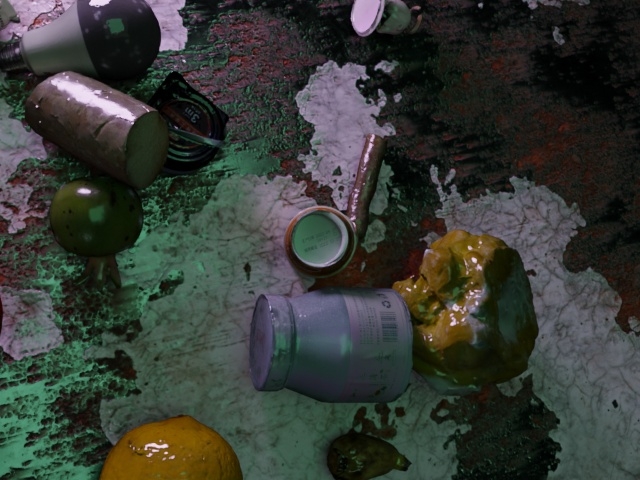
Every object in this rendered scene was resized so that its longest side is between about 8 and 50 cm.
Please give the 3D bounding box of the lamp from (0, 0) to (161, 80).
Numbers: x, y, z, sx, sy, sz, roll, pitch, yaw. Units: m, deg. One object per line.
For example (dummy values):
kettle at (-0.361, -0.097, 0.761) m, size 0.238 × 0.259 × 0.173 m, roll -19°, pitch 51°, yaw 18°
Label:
lamp at (-0.474, -0.395, 1.412) m, size 0.314 × 0.182 × 0.181 m, roll -15°, pitch 88°, yaw 12°

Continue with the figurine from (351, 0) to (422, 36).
figurine at (0.169, -0.537, 1.664) m, size 0.154 × 0.132 × 0.132 m, roll 4°, pitch 81°, yaw -31°

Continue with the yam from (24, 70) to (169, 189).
yam at (-0.414, -0.215, 1.330) m, size 0.268 × 0.161 × 0.161 m, roll 26°, pitch 72°, yaw 20°

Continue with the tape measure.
tape measure at (-0.292, -0.231, 1.458) m, size 0.182 × 0.107 × 0.181 m, roll 41°, pitch 69°, yaw -10°

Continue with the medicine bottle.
medicine bottle at (0.013, 0.211, 1.438) m, size 0.290 × 0.245 × 0.244 m, roll 4°, pitch 81°, yaw -17°

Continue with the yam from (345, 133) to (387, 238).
yam at (0.104, -0.128, 1.610) m, size 0.061 × 0.061 × 0.252 m, roll 19°, pitch 77°, yaw -16°

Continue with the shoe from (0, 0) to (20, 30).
shoe at (-0.685, -0.422, 1.329) m, size 0.211 × 0.132 × 0.341 m, roll 0°, pitch 79°, yaw -17°

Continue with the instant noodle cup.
instant noodle cup at (0.000, 0.000, 1.464) m, size 0.169 × 0.185 × 0.168 m, roll 0°, pitch 89°, yaw 0°

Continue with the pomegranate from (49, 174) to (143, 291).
pomegranate at (-0.429, -0.016, 1.352) m, size 0.182 × 0.181 × 0.224 m, roll -5°, pitch 108°, yaw -20°

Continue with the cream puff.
cream puff at (0.297, 0.163, 1.550) m, size 0.378 × 0.276 × 0.377 m, roll 11°, pitch 75°, yaw -48°

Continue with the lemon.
lemon at (-0.276, 0.465, 1.284) m, size 0.293 × 0.293 × 0.292 m, roll 3°, pitch 82°, yaw -19°

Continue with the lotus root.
lotus root at (0.103, 0.473, 1.515) m, size 0.191 × 0.094 × 0.108 m, roll 8°, pitch 101°, yaw -27°

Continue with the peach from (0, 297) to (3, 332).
peach at (-0.731, 0.123, 1.124) m, size 0.389 × 0.388 × 0.387 m, roll 3°, pitch 82°, yaw -19°
